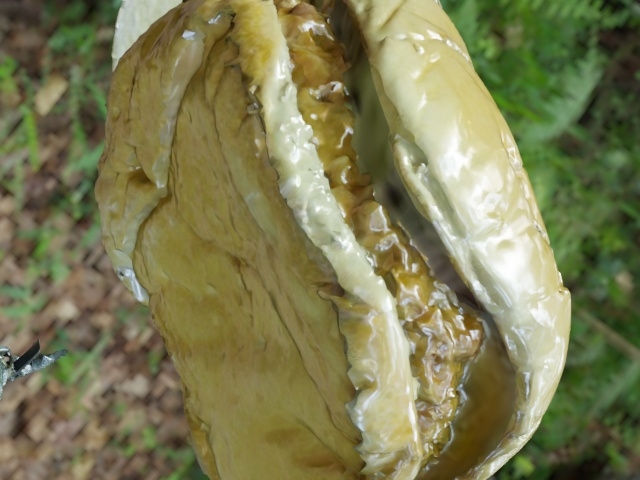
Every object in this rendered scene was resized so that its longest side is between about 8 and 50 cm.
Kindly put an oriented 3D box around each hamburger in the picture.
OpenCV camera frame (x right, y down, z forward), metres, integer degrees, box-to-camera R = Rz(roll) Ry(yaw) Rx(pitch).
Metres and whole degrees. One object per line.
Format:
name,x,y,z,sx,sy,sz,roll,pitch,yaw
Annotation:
hamburger,0.001,0.000,0.892,0.145,0.283,0.259,-20,169,-28

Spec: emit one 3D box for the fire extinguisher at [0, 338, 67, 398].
fire extinguisher,-0.346,0.120,1.523,0.118,0.093,0.294,-33,162,35

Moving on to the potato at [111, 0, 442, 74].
potato,-0.025,-0.110,1.273,0.116,0.239,0.299,50,35,-78
